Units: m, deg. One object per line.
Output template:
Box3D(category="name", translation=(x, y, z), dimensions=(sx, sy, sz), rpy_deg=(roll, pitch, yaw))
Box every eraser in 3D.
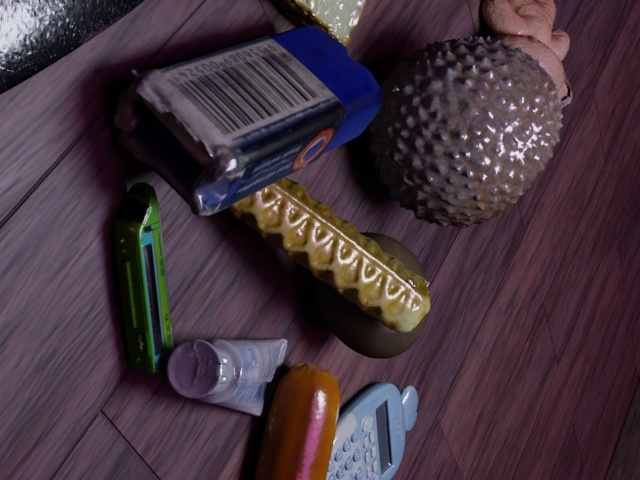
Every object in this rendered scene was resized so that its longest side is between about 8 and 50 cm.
Box3D(category="eraser", translation=(-0.073, -0.149, 1.045), dimensions=(0.332, 0.155, 0.101), rpy_deg=(-32, 163, -49))

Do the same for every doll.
Box3D(category="doll", translation=(0.368, -0.368, 1.718), dimensions=(0.201, 0.156, 0.303), rpy_deg=(22, 53, -16))

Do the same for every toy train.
Box3D(category="toy train", translation=(-0.198, 0.042, 1.003), dimensions=(0.042, 0.044, 0.209), rpy_deg=(-28, 120, -52))

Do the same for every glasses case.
Box3D(category="glasses case", translation=(-0.255, -0.226, 0.814), dimensions=(0.321, 0.082, 0.122), rpy_deg=(-48, 134, -38))

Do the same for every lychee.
Box3D(category="lychee", translation=(0.212, -0.171, 1.380), dimensions=(0.300, 0.300, 0.300), rpy_deg=(-20, 114, -54))

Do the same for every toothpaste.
Box3D(category="toothpaste", translation=(-0.101, 0.166, 1.143), dimensions=(0.299, 0.073, 0.114), rpy_deg=(37, 67, -72))

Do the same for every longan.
Box3D(category="longan", translation=(0.074, 0.077, 1.316), dimensions=(0.189, 0.189, 0.189), rpy_deg=(-20, 114, -54))

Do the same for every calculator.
Box3D(category="calculator", translation=(0.074, 0.337, 1.497), dimensions=(0.302, 0.042, 0.188), rpy_deg=(-33, 123, -49))

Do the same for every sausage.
Box3D(category="sausage", translation=(-0.038, 0.305, 1.266), dimensions=(0.105, 0.105, 0.274), rpy_deg=(19, 83, -57))

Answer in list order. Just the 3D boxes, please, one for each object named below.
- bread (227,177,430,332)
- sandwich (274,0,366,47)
Box3D(category="bread", translation=(0.000, -0.001, 1.144), dimensions=(0.367, 0.077, 0.084), rpy_deg=(37, 78, -24))
Box3D(category="sandwich", translation=(-0.017, -0.385, 1.130), dimensions=(0.251, 0.087, 0.226), rpy_deg=(19, 94, -57))
